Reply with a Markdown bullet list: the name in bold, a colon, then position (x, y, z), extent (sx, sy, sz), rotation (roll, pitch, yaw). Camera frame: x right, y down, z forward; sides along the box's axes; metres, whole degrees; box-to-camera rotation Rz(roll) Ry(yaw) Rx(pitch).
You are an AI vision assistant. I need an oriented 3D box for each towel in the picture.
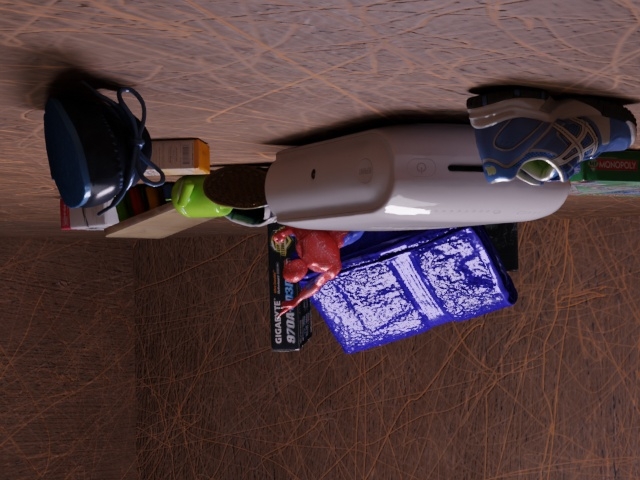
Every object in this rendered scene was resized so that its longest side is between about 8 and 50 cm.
- **towel**: position (0.130, 0.065, 1.748), extent (0.308, 0.228, 0.076), rotation (-19, -147, 21)

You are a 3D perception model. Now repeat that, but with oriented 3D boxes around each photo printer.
- **photo printer**: position (0.113, -0.068, 1.291), extent (0.256, 0.107, 0.307), rotation (0, 178, -29)

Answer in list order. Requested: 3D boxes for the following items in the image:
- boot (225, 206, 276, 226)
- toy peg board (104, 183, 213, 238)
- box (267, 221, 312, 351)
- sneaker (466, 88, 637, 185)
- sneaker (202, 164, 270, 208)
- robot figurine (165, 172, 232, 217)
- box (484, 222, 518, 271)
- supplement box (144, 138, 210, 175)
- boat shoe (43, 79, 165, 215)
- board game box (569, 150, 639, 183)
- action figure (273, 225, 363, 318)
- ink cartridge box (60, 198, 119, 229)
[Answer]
- **boot**: position (-0.035, -0.052, 1.703), extent (0.258, 0.095, 0.123), rotation (-1, -169, 43)
- **toy peg board**: position (-0.270, -0.065, 1.936), extent (0.160, 0.079, 0.161), rotation (-20, 170, 27)
- **box**: position (-0.051, 0.068, 1.903), extent (0.051, 0.220, 0.175), rotation (-2, -177, 6)
- **sneaker**: position (0.216, -0.092, 1.047), extent (0.211, 0.081, 0.080), rotation (-2, 177, -36)
- **sneaker**: position (-0.065, -0.074, 1.610), extent (0.192, 0.064, 0.086), rotation (-5, 172, 13)
- **robot figurine**: position (-0.176, -0.068, 1.699), extent (0.115, 0.067, 0.101), rotation (-2, -170, 29)
- **box**: position (0.237, -0.027, 1.822), extent (0.156, 0.158, 0.093), rotation (-1, 179, 2)
- **supplement box**: position (-0.184, -0.096, 1.318), extent (0.098, 0.036, 0.062), rotation (-1, 177, 7)
- **boat shoe**: position (-0.186, -0.089, 0.959), extent (0.089, 0.109, 0.258), rotation (-8, -164, -15)
- **board game box**: position (0.421, -0.094, 1.622), extent (0.317, 0.046, 0.213), rotation (0, 179, -31)
- **action figure**: position (0.000, 0.000, 1.495), extent (0.139, 0.091, 0.280), rotation (-33, -174, 34)
- **ink cartridge box**: position (-0.397, -0.053, 2.085), extent (0.109, 0.063, 0.150), rotation (1, 178, -45)
